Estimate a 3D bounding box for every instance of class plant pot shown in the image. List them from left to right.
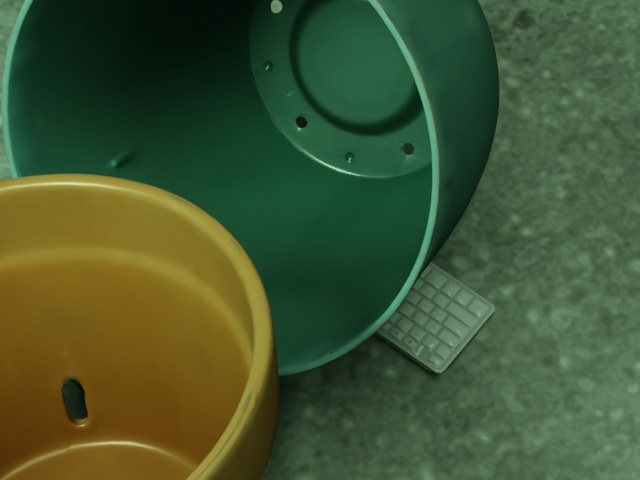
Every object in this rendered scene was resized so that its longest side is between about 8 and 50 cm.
[{"bbox_3d":[-0.154,0.134,1.030,0.291,0.203,0.291,-6,44,6],"label":"plant pot"},{"bbox_3d":[-0.019,-0.090,1.169,0.293,0.293,0.235,30,29,13],"label":"plant pot"}]

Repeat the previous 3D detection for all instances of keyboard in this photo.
[{"bbox_3d":[0.000,0.000,1.280,0.256,0.014,0.072,34,63,15],"label":"keyboard"}]

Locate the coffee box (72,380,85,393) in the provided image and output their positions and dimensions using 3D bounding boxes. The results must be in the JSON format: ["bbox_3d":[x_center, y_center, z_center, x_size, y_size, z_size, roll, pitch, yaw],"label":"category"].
[{"bbox_3d":[-0.134,0.050,1.224,0.184,0.040,0.113,39,66,18],"label":"coffee box"}]
